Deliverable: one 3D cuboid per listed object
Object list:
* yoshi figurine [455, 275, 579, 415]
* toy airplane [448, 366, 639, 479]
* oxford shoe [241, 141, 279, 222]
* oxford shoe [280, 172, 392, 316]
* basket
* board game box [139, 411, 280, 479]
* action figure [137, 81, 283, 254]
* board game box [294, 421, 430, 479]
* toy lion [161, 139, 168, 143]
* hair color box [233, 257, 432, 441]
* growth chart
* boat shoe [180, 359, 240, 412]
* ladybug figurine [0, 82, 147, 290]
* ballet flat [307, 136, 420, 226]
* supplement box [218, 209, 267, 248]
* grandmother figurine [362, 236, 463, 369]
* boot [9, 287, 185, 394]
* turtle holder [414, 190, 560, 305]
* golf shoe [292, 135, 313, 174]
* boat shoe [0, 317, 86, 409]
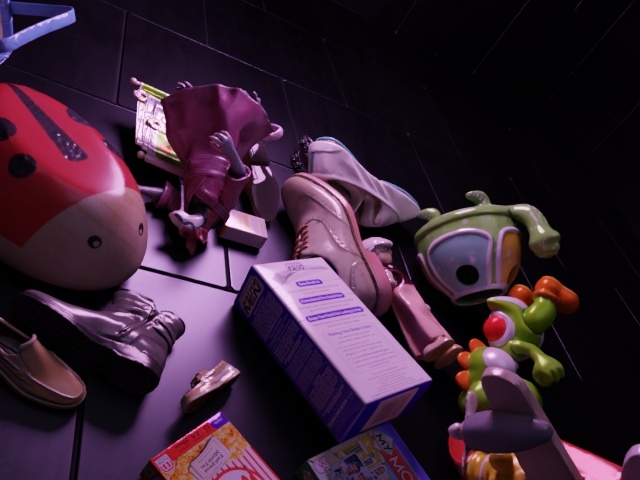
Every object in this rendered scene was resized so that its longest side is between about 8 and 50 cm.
[{"bbox_3d":[0.433,0.261,1.417,0.203,0.203,0.362,19,53,34],"label":"yoshi figurine"},{"bbox_3d":[0.361,0.410,1.037,0.272,0.384,0.386,-34,64,-21],"label":"toy airplane"},{"bbox_3d":[-0.147,-0.127,1.507,0.076,0.076,0.212,10,57,-38],"label":"oxford shoe"},{"bbox_3d":[0.000,0.000,1.416,0.147,0.140,0.397,-7,49,-37],"label":"oxford shoe"},{"bbox_3d":[-0.651,-0.417,1.246,0.289,0.201,0.254,7,31,13],"label":"basket"},{"bbox_3d":[-0.133,0.354,0.917,0.193,0.045,0.147,45,33,13],"label":"board game box"},{"bbox_3d":[-0.238,-0.137,1.347,0.276,0.248,0.370,44,43,-59],"label":"action figure"},{"bbox_3d":[0.126,0.455,1.031,0.214,0.046,0.317,-9,53,-48],"label":"board game box"},{"bbox_3d":[-0.346,-0.235,1.491,0.100,0.034,0.096,-9,46,-48],"label":"toy lion"},{"bbox_3d":[0.015,0.180,1.186,0.185,0.110,0.339,-5,44,-45],"label":"hair color box"},{"bbox_3d":[-0.334,-0.239,1.440,0.172,0.021,0.237,14,52,-38],"label":"growth chart"},{"bbox_3d":[-0.181,0.228,1.036,0.045,0.050,0.135,41,22,13],"label":"boat shoe"},{"bbox_3d":[-0.462,-0.114,1.100,0.449,0.162,0.305,43,33,11],"label":"ladybug figurine"},{"bbox_3d":[0.102,-0.108,1.644,0.400,0.139,0.139,32,28,-40],"label":"ballet flat"},{"bbox_3d":[-0.165,-0.026,1.383,0.098,0.036,0.062,18,36,-26],"label":"supplement box"},{"bbox_3d":[0.179,0.120,1.466,0.342,0.104,0.208,58,2,36],"label":"grandmother figurine"},{"bbox_3d":[-0.335,0.125,1.009,0.247,0.083,0.161,33,25,-15],"label":"boot"},{"bbox_3d":[0.400,0.029,1.614,0.321,0.243,0.227,-8,66,0],"label":"turtle holder"},{"bbox_3d":[-0.012,-0.186,1.710,0.094,0.077,0.198,21,41,-41],"label":"golf shoe"},{"bbox_3d":[-0.400,0.160,0.891,0.190,0.072,0.068,32,32,-7],"label":"boat shoe"}]
